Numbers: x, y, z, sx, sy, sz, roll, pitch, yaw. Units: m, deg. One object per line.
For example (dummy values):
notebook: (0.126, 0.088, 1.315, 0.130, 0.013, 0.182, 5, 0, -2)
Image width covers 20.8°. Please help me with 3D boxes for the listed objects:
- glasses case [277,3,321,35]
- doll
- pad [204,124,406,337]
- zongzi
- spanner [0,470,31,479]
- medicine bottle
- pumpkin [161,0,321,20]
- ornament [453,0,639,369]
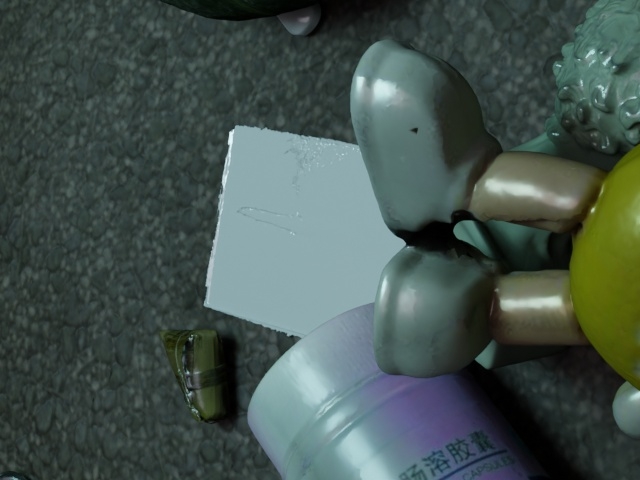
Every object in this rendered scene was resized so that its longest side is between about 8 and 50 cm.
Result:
glasses case: (-0.027, -0.194, 1.360, 0.032, 0.021, 0.083, -49, 58, 28)
doll: (0.210, 0.001, 0.967, 0.423, 0.348, 0.161, -16, 33, 40)
pad: (0.000, 0.000, 1.337, 0.232, 0.004, 0.156, 13, 97, 41)
zongzi: (-0.107, 0.109, 1.408, 0.083, 0.040, 0.076, -5, 91, 53)
spanner: (-0.377, 0.230, 1.584, 0.254, 0.015, 0.054, 1, 88, 17)
medicine bottle: (0.074, 0.178, 1.165, 0.152, 0.152, 0.254, -52, 58, 26)
pumpkin: (-0.064, -0.309, 1.272, 0.300, 0.207, 0.300, -4, 83, 41)
ornament: (0.160, -0.042, 1.117, 0.285, 0.130, 0.120, -51, 58, 28)
